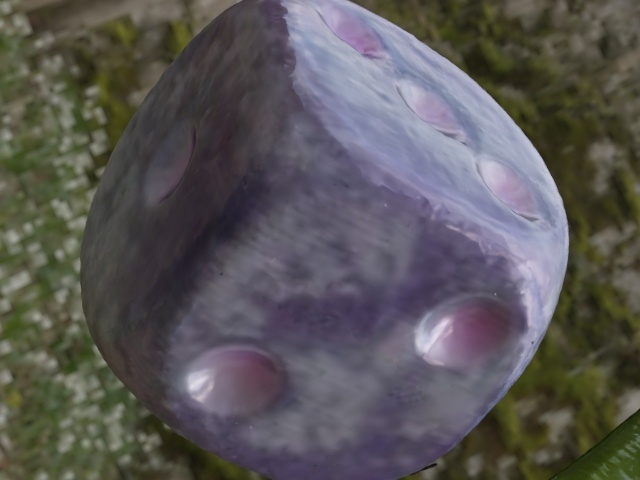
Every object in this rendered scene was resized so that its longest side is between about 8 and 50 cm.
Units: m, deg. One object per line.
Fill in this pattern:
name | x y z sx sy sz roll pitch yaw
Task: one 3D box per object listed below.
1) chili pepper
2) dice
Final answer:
chili pepper | 0.159 0.095 0.886 0.050 0.202 0.052 56 -16 -21
dice | 0.000 0.000 1.376 0.270 0.271 0.270 -50 -150 25
